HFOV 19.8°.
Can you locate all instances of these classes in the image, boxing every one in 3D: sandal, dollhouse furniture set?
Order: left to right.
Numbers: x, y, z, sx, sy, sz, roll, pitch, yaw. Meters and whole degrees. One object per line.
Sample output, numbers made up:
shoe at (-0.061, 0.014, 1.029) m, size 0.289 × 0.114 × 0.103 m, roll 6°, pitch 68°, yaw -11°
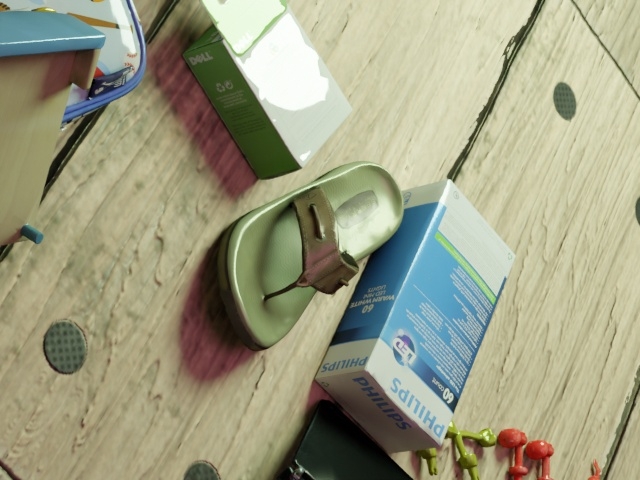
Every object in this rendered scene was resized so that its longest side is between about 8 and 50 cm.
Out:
dollhouse furniture set at (-0.348, -0.058, 1.406) m, size 0.303 × 0.198 × 0.286 m, roll -16°, pitch 130°, yaw -53°
sandal at (0.000, -0.002, 1.813) m, size 0.303 × 0.086 × 0.120 m, roll -41°, pitch 111°, yaw -43°

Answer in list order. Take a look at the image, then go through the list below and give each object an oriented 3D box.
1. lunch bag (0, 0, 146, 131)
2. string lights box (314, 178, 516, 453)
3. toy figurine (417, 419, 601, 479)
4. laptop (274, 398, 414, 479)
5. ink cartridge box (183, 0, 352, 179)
lunch bag at (-0.286, -0.218, 1.544) m, size 0.243 × 0.115 × 0.303 m, roll -26°, pitch 99°, yaw -44°
string lights box at (0.104, 0.078, 1.912) m, size 0.133 × 0.077 × 0.260 m, roll 47°, pitch 51°, yaw -28°
toy figurine at (0.284, 0.290, 1.952) m, size 0.362 × 0.217 × 0.191 m, roll 22°, pitch 66°, yaw -43°
laptop at (0.017, 0.320, 1.756) m, size 0.234 × 0.136 × 0.264 m, roll 43°, pitch 75°, yaw -5°
ink cartridge box at (-0.064, -0.177, 1.803) m, size 0.209 × 0.062 × 0.109 m, roll 58°, pitch 46°, yaw -20°
